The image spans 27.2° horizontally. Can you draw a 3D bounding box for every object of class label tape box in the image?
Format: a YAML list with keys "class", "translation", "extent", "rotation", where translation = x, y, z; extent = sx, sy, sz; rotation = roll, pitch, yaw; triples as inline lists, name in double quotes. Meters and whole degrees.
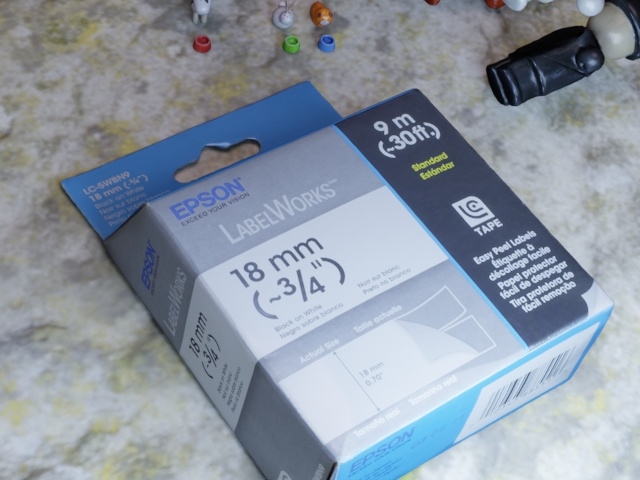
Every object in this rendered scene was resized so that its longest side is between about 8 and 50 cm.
- class: "label tape box"
  translation: [0.000, 0.000, 0.934]
  extent: [0.240, 0.106, 0.334]
  rotation: [-26, 62, -28]

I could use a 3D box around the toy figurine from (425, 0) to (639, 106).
- class: "toy figurine"
  translation: [0.178, -0.241, 1.083]
  extent: [0.148, 0.209, 0.213]
  rotation: [-26, 59, -9]

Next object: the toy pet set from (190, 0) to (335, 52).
- class: "toy pet set"
  translation: [-0.051, -0.221, 1.115]
  extent: [0.122, 0.065, 0.114]
  rotation: [-3, 54, -14]
